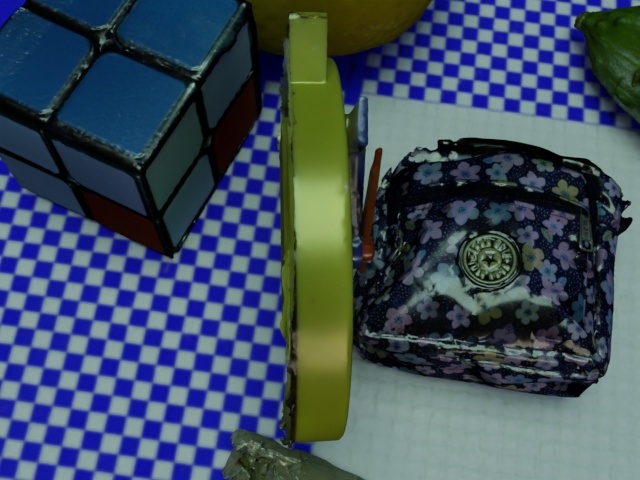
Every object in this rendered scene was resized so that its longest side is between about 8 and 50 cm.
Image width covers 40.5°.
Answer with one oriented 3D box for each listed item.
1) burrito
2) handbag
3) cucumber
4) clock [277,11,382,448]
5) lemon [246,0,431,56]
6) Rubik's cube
[{"bbox_3d":[0.008,0.207,0.680,0.188,0.045,0.058,25,76,6],"label":"burrito"},{"bbox_3d":[0.142,0.015,0.721,0.229,0.127,0.207,7,68,9],"label":"handbag"},{"bbox_3d":[0.338,-0.150,0.804,0.244,0.134,0.134,39,71,23],"label":"cucumber"},{"bbox_3d":[0.004,0.002,0.637,0.071,0.277,0.293,0,92,-3],"label":"clock"},{"bbox_3d":[-0.014,-0.304,0.768,0.297,0.297,0.297,1,68,-2],"label":"lemon"},{"bbox_3d":[-0.163,-0.119,0.737,0.167,0.180,0.183,26,67,9],"label":"Rubik's cube"}]
